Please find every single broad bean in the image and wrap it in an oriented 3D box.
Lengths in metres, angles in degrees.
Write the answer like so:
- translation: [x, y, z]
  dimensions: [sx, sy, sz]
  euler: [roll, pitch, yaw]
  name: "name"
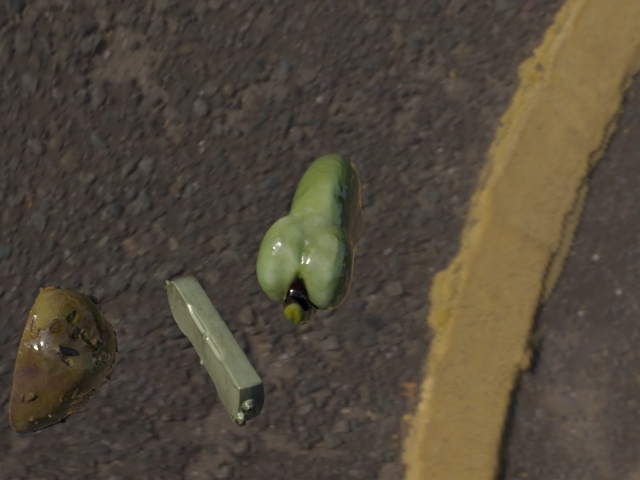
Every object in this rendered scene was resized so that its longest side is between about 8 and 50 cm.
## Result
- translation: [0.000, 0.000, 1.421]
  dimensions: [0.100, 0.169, 0.228]
  euler: [15, 50, 8]
  name: "broad bean"

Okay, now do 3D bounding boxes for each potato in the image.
- translation: [-0.285, 0.141, 1.431]
  dimensions: [0.100, 0.089, 0.172]
  euler: [14, 89, 4]
  name: "potato"

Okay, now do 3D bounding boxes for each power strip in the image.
- translation: [-0.163, 0.156, 1.983]
  dimensions: [0.048, 0.080, 0.286]
  euler: [-15, 47, -27]
  name: "power strip"
